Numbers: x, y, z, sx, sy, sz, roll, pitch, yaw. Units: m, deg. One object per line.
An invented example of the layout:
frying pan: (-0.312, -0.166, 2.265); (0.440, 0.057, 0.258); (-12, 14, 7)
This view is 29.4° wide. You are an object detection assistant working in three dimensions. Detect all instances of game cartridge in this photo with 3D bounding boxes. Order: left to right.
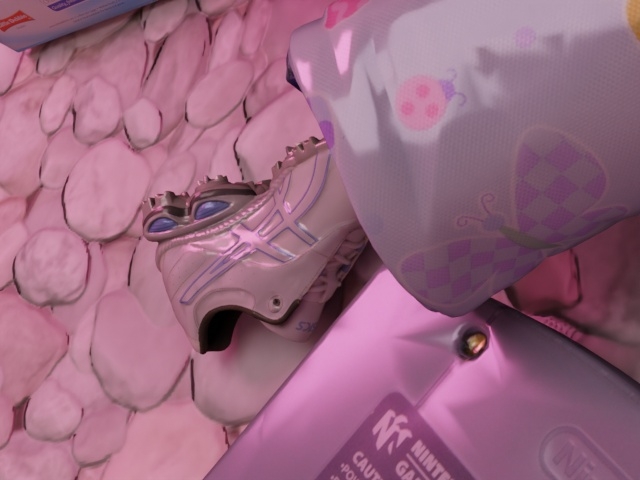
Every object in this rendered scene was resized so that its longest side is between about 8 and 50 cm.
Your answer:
game cartridge: (0.067, 0.142, 0.405); (0.196, 0.060, 0.294); (-53, 44, 11)

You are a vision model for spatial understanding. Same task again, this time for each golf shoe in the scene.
golf shoe: (0.000, 0.000, 0.545); (0.176, 0.069, 0.086); (-21, 76, 36)

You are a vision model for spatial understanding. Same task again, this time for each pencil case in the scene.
pencil case: (0.126, -0.076, 0.394); (0.273, 0.124, 0.113); (-28, 72, 16)

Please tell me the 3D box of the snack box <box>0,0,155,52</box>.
snack box: (-0.126, -0.293, 0.799); (0.187, 0.060, 0.322); (-11, 61, 37)
